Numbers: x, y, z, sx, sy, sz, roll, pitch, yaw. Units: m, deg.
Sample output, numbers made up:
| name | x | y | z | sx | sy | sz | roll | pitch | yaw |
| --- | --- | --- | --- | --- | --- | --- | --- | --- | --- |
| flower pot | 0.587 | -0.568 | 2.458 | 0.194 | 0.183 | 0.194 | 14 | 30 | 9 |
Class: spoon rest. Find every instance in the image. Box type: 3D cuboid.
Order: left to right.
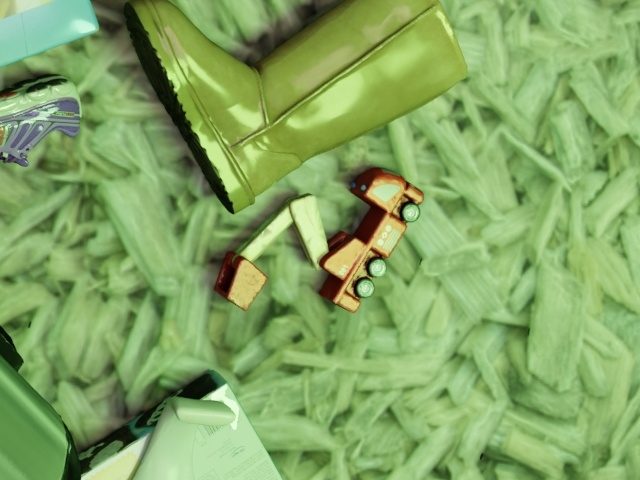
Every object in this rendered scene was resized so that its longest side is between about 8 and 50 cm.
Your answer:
| name | x | y | z | sx | sy | sz | roll | pitch | yaw |
| --- | --- | --- | --- | --- | --- | --- | --- | --- | --- |
| spoon rest | -0.141 | 0.260 | 1.410 | 0.137 | 0.084 | 0.276 | 9 | 109 | -20 |

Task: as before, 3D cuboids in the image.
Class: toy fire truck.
| name | x | y | z | sx | sy | sz | roll | pitch | yaw |
| --- | --- | --- | --- | --- | --- | --- | --- | --- | --- |
| toy fire truck | 0.000 | 0.000 | 1.489 | 0.135 | 0.047 | 0.192 | 32 | 86 | -21 |

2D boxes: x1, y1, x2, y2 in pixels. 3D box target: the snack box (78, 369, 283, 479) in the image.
| name | x | y | z | sx | sy | sz | roll | pitch | yaw |
| --- | --- | --- | --- | --- | --- | --- | --- | --- | --- |
| snack box | -0.187 | 0.288 | 1.462 | 0.322 | 0.060 | 0.187 | -32 | 108 | -13 |

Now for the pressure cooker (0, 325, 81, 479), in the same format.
| name | x | y | z | sx | sy | sz | roll | pitch | yaw |
| --- | --- | --- | --- | --- | --- | --- | --- | --- | --- |
| pressure cooker | -0.433 | 0.146 | 1.166 | 0.370 | 0.375 | 0.420 | -39 | 115 | 1 |

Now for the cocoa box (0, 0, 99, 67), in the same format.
| name | x | y | z | sx | sy | sz | roll | pitch | yaw |
| --- | --- | --- | --- | --- | --- | --- | --- | --- | --- |
| cocoa box | -0.387 | -0.215 | 1.208 | 0.347 | 0.228 | 0.231 | -23 | 106 | -15 |

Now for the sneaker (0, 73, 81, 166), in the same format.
| name | x | y | z | sx | sy | sz | roll | pitch | yaw |
| --- | --- | --- | --- | --- | --- | --- | --- | --- | --- |
| sneaker | -0.289 | -0.092 | 1.356 | 0.170 | 0.068 | 0.071 | -18 | 111 | -18 |

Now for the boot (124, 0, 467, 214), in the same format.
| name | x | y | z | sx | sy | sz | roll | pitch | yaw |
| --- | --- | --- | --- | --- | --- | --- | --- | --- | --- |
| boot | -0.022 | -0.183 | 1.434 | 0.269 | 0.089 | 0.236 | -33 | 120 | -12 |
